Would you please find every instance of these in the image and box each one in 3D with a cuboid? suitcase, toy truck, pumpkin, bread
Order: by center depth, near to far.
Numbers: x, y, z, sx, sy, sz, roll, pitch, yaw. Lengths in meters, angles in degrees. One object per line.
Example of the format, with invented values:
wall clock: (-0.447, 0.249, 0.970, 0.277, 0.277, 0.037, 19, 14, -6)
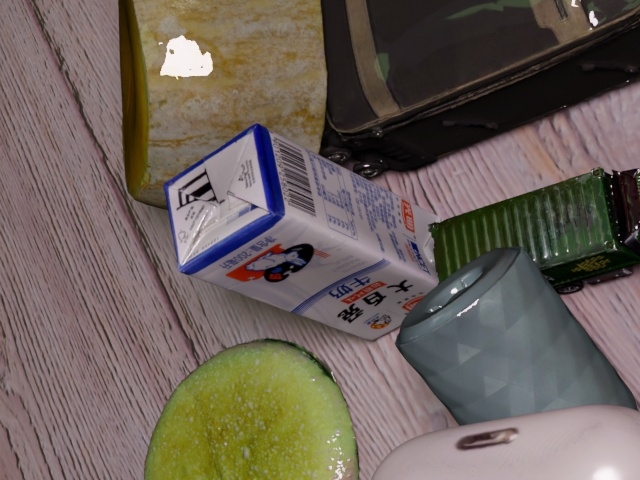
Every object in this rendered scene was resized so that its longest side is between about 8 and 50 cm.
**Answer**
toy truck: (0.245, -0.004, 1.378, 0.259, 0.121, 0.088, -19, 68, 32)
suitcase: (0.167, -0.256, 1.460, 0.434, 0.194, 0.283, -20, 66, 30)
pumpkin: (-0.128, -0.189, 1.558, 0.332, 0.199, 0.332, -177, 90, -73)
bread: (-0.081, 0.253, 1.605, 0.301, 0.045, 0.301, -10, 72, 33)

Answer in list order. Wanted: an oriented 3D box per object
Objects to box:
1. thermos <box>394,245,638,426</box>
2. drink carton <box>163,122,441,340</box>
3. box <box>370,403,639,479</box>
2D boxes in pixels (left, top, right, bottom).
thermos: (0.196, 0.157, 1.315, 0.286, 0.145, 0.182, 53, 152, -7)
drink carton: (0.000, 0.000, 1.437, 0.130, 0.315, 0.106, -29, 58, 29)
box: (0.214, 0.294, 1.213, 0.288, 0.349, 0.141, -16, 27, 32)
